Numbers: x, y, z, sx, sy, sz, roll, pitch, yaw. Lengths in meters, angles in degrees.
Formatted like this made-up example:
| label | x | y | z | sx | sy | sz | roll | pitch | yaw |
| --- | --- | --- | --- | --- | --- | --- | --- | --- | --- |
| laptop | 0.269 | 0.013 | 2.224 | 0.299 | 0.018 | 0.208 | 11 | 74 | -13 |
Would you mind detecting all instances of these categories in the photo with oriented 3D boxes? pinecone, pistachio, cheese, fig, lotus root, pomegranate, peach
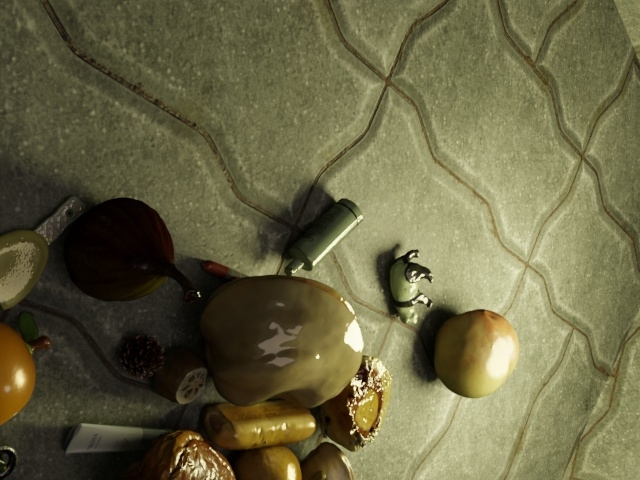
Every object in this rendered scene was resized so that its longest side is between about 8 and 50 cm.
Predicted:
| label | x | y | z | sx | sy | sz | roll | pitch | yaw |
| --- | --- | --- | --- | --- | --- | --- | --- | --- | --- |
| pinecone | -0.384 | 0.257 | 1.504 | 0.102 | 0.109 | 0.102 | -8 | 104 | -38 |
| pistachio | 0.015 | 0.692 | 1.907 | 0.162 | 0.182 | 0.292 | -22 | 115 | -63 |
| cheese | -0.560 | 0.009 | 1.337 | 0.255 | 0.050 | 0.127 | -51 | 126 | -22 |
| fig | -0.342 | 0.045 | 1.352 | 0.217 | 0.321 | 0.216 | -37 | 137 | -43 |
| pistachio | -0.097 | 0.244 | 1.637 | 0.446 | 0.281 | 0.365 | 33 | 108 | -34 |
| lotus root | -0.319 | 0.314 | 1.576 | 0.112 | 0.081 | 0.122 | -22 | 136 | -43 |
| pomegranate | -0.147 | 0.603 | 1.757 | 0.196 | 0.196 | 0.196 | -11 | 107 | -39 |
| peach | 0.501 | 0.357 | 2.202 | 0.292 | 0.247 | 0.292 | -21 | 134 | -24 |

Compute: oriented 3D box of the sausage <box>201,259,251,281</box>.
| label | x | y | z | sx | sy | sz | roll | pitch | yaw |
| --- | --- | --- | --- | --- | --- | --- | --- | --- | --- |
| sausage | -0.194 | 0.096 | 1.685 | 0.253 | 0.034 | 0.034 | 28 | 81 | -40 |

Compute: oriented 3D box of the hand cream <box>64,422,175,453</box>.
| label | x | y | z | sx | sy | sz | roll | pitch | yaw |
| --- | --- | --- | --- | --- | --- | --- | --- | --- | --- |
| hand cream | -0.442 | 0.440 | 1.535 | 0.255 | 0.048 | 0.079 | 15 | 104 | -44 |

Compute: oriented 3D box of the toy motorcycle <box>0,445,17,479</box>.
| label | x | y | z | sx | sy | sz | roll | pitch | yaw |
| --- | --- | --- | --- | --- | --- | --- | --- | --- | --- |
| toy motorcycle | -0.705 | 0.482 | 1.273 | 0.274 | 0.125 | 0.187 | -55 | 138 | -17 |

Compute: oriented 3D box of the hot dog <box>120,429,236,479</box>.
| label | x | y | z | sx | sy | sz | roll | pitch | yaw |
| --- | --- | --- | --- | --- | --- | --- | --- | --- | --- |
| hot dog | -0.329 | 0.579 | 1.562 | 0.267 | 0.174 | 0.387 | -42 | 141 | -10 |

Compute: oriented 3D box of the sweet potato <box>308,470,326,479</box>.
| label | x | y | z | sx | sy | sz | roll | pitch | yaw |
| --- | --- | --- | --- | --- | --- | --- | --- | --- | --- |
| sweet potato | -0.094 | 0.746 | 1.808 | 0.346 | 0.079 | 0.108 | -42 | 111 | 2 |

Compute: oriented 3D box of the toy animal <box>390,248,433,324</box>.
| label | x | y | z | sx | sy | sz | roll | pitch | yaw |
| --- | --- | --- | --- | --- | --- | --- | --- | --- | --- |
| toy animal | 0.266 | 0.148 | 2.057 | 0.121 | 0.094 | 0.225 | -20 | 122 | -26 |

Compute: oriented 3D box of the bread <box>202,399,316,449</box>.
| label | x | y | z | sx | sy | sz | roll | pitch | yaw |
| --- | --- | --- | --- | --- | --- | --- | --- | --- | --- |
| bread | -0.151 | 0.467 | 1.738 | 0.305 | 0.142 | 0.091 | 9 | 112 | -42 |

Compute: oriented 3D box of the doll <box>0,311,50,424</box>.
| label | x | y | z | sx | sy | sz | roll | pitch | yaw |
| --- | --- | --- | --- | --- | --- | --- | --- | --- | --- |
| doll | -0.593 | 0.223 | 1.248 | 0.236 | 0.213 | 0.213 | -34 | 120 | -33 |

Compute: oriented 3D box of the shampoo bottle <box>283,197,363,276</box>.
| label | x | y | z | sx | sy | sz | roll | pitch | yaw |
| --- | --- | --- | --- | --- | --- | --- | --- | --- | --- |
| shampoo bottle | 0.000 | 0.000 | 1.795 | 0.262 | 0.085 | 0.085 | -45 | 125 | -25 |

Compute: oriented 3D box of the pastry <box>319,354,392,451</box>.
| label | x | y | z | sx | sy | sz | roll | pitch | yaw |
| --- | --- | --- | --- | --- | --- | --- | --- | --- | --- |
| pastry | 0.086 | 0.443 | 1.928 | 0.237 | 0.170 | 0.255 | 3 | 89 | -62 |
